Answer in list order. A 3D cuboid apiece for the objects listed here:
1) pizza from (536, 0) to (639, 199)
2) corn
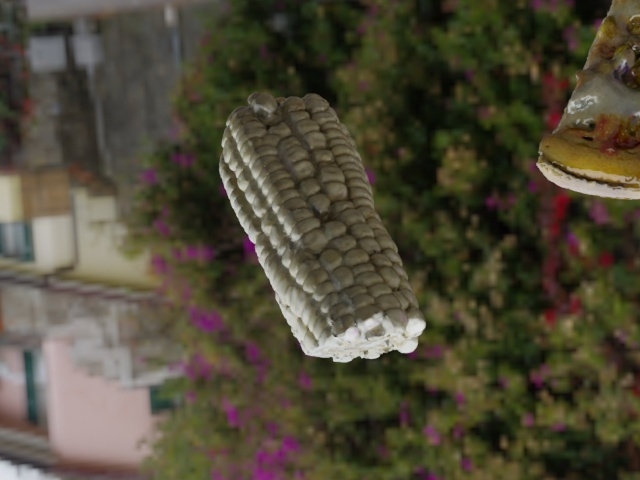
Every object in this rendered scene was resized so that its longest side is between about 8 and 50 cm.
[{"bbox_3d":[0.243,-0.110,1.218,0.185,0.176,0.036,3,159,0],"label":"pizza"},{"bbox_3d":[0.000,0.000,1.013,0.087,0.087,0.211,-6,-133,-18],"label":"corn"}]
